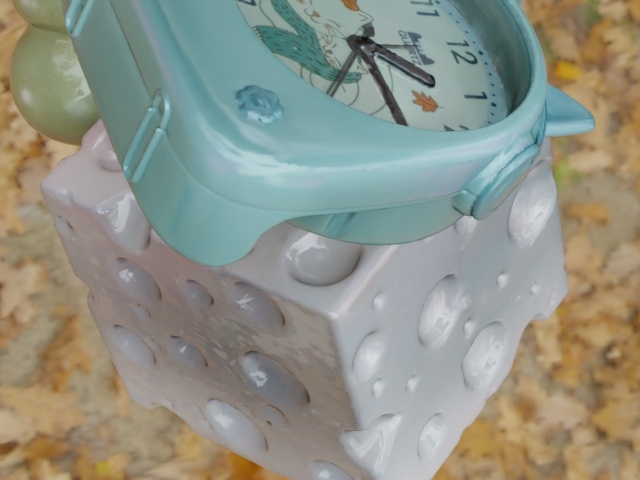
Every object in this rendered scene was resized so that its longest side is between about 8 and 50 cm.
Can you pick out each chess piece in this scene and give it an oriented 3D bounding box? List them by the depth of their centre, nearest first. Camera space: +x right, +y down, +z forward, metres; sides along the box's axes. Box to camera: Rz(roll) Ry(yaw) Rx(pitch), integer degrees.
[{"bbox_3d":[-0.149,-0.186,1.249,0.144,0.144,0.251,-8,111,-41],"label":"chess piece"}]

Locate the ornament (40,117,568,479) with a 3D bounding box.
[{"bbox_3d":[0.000,0.000,1.251,0.240,0.239,0.239,-50,147,-27],"label":"ornament"}]

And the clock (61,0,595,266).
[{"bbox_3d":[0.013,-0.091,0.987,0.274,0.094,0.224,1,50,-31],"label":"clock"}]
